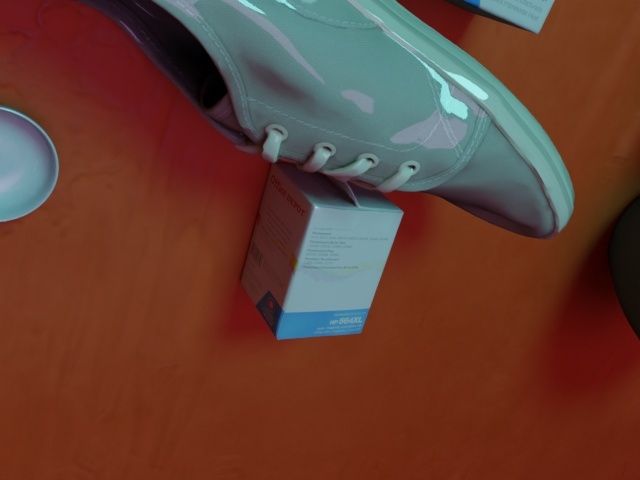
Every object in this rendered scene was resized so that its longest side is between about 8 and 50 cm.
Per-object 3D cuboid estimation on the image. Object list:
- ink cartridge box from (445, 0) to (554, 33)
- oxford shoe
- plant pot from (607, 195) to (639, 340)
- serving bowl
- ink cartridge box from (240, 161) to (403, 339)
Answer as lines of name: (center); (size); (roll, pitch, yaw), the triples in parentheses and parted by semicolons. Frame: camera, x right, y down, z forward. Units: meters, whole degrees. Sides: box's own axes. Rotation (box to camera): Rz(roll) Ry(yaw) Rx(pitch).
ink cartridge box: (0.130, -0.276, 0.426); (0.148, 0.086, 0.203); (7, 116, -32)
oxford shoe: (0.010, -0.098, 0.413); (0.449, 0.169, 0.130); (30, 85, -31)
plant pot: (0.486, 0.030, 0.744); (0.290, 0.195, 0.290); (-14, 124, -21)
serving bowl: (-0.224, -0.055, 0.404); (0.083, 0.027, 0.083); (-14, 125, -21)
ink cartridge box: (0.000, 0.000, 0.521); (0.090, 0.092, 0.143); (3, 118, -31)
